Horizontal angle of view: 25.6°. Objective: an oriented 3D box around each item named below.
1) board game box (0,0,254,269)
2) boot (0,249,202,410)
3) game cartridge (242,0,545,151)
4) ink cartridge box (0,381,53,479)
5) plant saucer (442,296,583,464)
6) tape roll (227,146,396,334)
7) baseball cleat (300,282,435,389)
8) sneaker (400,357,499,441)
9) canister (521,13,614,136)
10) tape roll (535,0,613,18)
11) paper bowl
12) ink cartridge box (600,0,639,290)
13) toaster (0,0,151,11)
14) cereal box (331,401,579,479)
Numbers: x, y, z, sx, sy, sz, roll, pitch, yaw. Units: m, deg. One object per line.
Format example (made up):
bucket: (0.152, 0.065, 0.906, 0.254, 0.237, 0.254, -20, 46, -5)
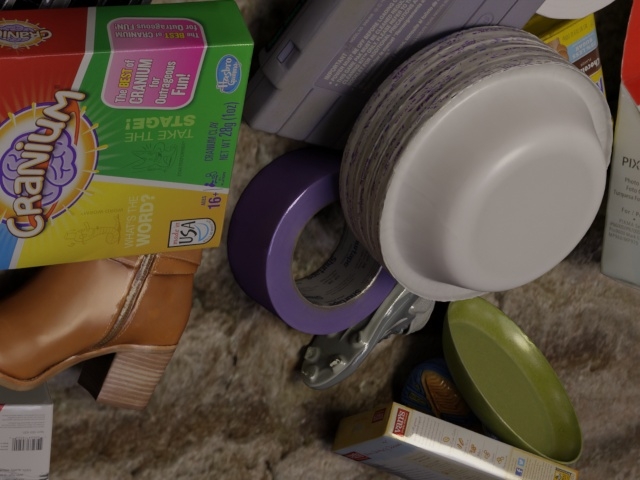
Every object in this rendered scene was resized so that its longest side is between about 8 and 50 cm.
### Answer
board game box: (-0.230, -0.083, 1.199, 0.317, 0.064, 0.242, -7, 136, -19)
boot: (-0.237, 0.034, 1.335, 0.283, 0.109, 0.220, 18, 94, -34)
game cartridge: (0.095, -0.230, 1.401, 0.230, 0.068, 0.355, 15, 129, -37)
ink cartridge box: (-0.315, 0.208, 1.369, 0.099, 0.056, 0.135, 2, 110, -18)
plant saucer: (0.221, 0.171, 1.682, 0.037, 0.241, 0.241, -39, 136, 24)
tape roll: (0.000, 0.000, 1.513, 0.189, 0.080, 0.189, -16, 120, -31)
baseball cleat: (0.067, 0.102, 1.617, 0.206, 0.072, 0.109, -49, 137, -4)
sneaker: (0.201, 0.216, 1.765, 0.131, 0.112, 0.296, -57, 136, -23)
canister: (0.275, -0.179, 1.644, 0.126, 0.073, 0.169, -31, 124, -23)
tape roll: (0.256, -0.387, 1.518, 0.286, 0.100, 0.286, -15, 118, -31)
paper bowl: (0.173, -0.062, 1.433, 0.284, 0.148, 0.284, -20, 133, -23)
ink cartridge box: (0.479, -0.160, 1.752, 0.308, 0.091, 0.384, -23, 125, -44)
toaster: (-0.240, -0.224, 1.210, 0.168, 0.110, 0.185, 26, 93, -42)
cereal box: (0.151, 0.254, 1.625, 0.240, 0.173, 0.047, 23, 69, -14)
